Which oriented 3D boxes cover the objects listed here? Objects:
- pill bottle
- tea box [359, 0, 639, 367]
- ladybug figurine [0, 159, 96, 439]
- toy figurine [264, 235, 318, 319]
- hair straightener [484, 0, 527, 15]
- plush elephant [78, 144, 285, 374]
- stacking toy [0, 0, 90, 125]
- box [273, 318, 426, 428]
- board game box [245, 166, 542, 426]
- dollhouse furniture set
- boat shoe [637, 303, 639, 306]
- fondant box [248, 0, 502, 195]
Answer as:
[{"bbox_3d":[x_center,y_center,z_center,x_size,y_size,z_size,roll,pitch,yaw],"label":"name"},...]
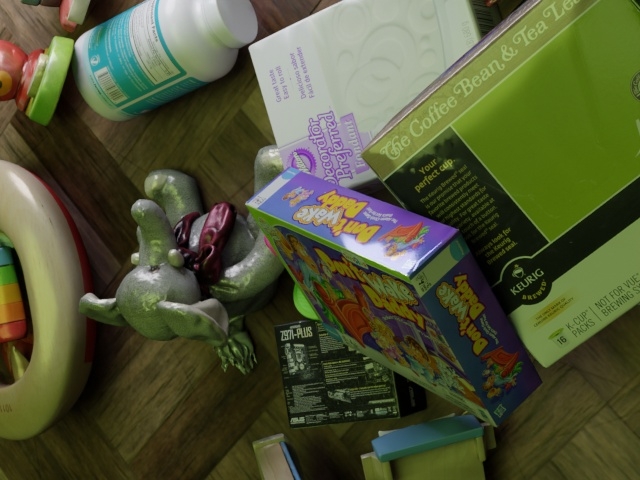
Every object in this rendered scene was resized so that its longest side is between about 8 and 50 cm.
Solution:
[{"bbox_3d":[-0.220,-0.278,1.856,0.264,0.146,0.146,-19,82,31],"label":"pill bottle"},{"bbox_3d":[0.283,-0.100,1.436,0.329,0.220,0.323,-39,94,22],"label":"tea box"},{"bbox_3d":[-0.470,0.082,2.026,0.305,0.162,0.449,-8,89,33],"label":"ladybug figurine"},{"bbox_3d":[0.000,0.000,1.704,0.173,0.159,0.130,-26,41,16],"label":"toy figurine"},{"bbox_3d":[0.315,-0.335,1.576,0.230,0.047,0.089,-39,109,19],"label":"hair straightener"},{"bbox_3d":[-0.189,0.036,1.789,0.272,0.255,0.330,-1,93,33],"label":"plush elephant"},{"bbox_3d":[-0.428,-0.321,1.909,0.279,0.130,0.308,-124,53,-70],"label":"stacking toy"},{"bbox_3d":[0.039,0.172,1.757,0.180,0.077,0.147,-12,86,32],"label":"box"},{"bbox_3d":[0.077,0.056,1.502,0.347,0.078,0.233,24,151,55],"label":"board game box"},{"bbox_3d":[0.095,0.367,1.719,0.303,0.198,0.286,-15,108,-7],"label":"dollhouse furniture set"},{"bbox_3d":[0.498,0.054,1.439,0.306,0.113,0.104,9,91,29],"label":"boat shoe"},{"bbox_3d":[0.087,-0.202,1.695,0.330,0.096,0.238,-21,82,33],"label":"fondant box"}]
